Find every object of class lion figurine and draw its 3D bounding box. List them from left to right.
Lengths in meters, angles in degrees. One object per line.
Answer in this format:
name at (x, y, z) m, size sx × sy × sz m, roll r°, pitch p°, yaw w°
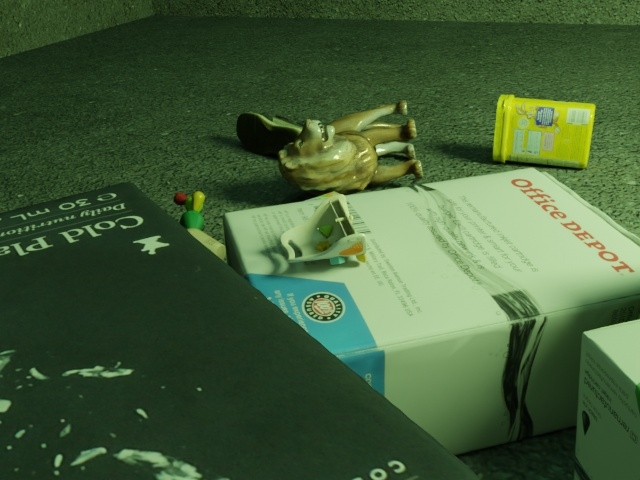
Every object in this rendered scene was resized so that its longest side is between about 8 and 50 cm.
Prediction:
lion figurine at (0.057, -0.172, 1.413) m, size 0.240 × 0.142 × 0.392 m, roll -9°, pitch 11°, yaw 6°

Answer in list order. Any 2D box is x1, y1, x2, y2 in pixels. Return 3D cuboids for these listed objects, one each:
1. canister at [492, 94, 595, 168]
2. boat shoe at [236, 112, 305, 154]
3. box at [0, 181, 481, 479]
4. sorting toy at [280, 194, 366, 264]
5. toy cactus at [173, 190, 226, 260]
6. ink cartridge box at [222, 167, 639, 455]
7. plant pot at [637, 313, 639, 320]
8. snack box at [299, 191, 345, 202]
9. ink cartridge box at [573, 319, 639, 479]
canister at (0.413, -0.200, 1.403) m, size 0.169 × 0.126 × 0.073 m, roll 9°, pitch 28°, yaw 20°
boat shoe at (-0.087, -0.217, 1.564) m, size 0.073 × 0.080 × 0.223 m, roll -11°, pitch 23°, yaw -42°
box at (-0.227, 0.215, 0.420) m, size 0.479 × 0.298 × 0.471 m, roll -18°, pitch 31°, yaw -28°
sorting toy at (0.000, 0.000, 0.729) m, size 0.075 × 0.045 × 0.083 m, roll -14°, pitch 32°, yaw -5°
toy cactus at (-0.223, -0.016, 1.140) m, size 0.180 × 0.112 × 0.219 m, roll 20°, pitch 24°, yaw 22°
ink cartridge box at (0.118, 0.070, 0.804) m, size 0.394 × 0.166 × 0.285 m, roll -9°, pitch 31°, yaw -12°
plant pot at (0.417, 0.101, 0.628) m, size 0.207 × 0.227 × 0.228 m, roll 9°, pitch 11°, yaw -42°
snack box at (-0.004, -0.032, 1.200) m, size 0.141 × 0.037 × 0.100 m, roll -19°, pitch 30°, yaw -30°
ink cartridge box at (0.250, 0.179, 0.526) m, size 0.086 × 0.209 × 0.153 m, roll -11°, pitch 25°, yaw -8°
